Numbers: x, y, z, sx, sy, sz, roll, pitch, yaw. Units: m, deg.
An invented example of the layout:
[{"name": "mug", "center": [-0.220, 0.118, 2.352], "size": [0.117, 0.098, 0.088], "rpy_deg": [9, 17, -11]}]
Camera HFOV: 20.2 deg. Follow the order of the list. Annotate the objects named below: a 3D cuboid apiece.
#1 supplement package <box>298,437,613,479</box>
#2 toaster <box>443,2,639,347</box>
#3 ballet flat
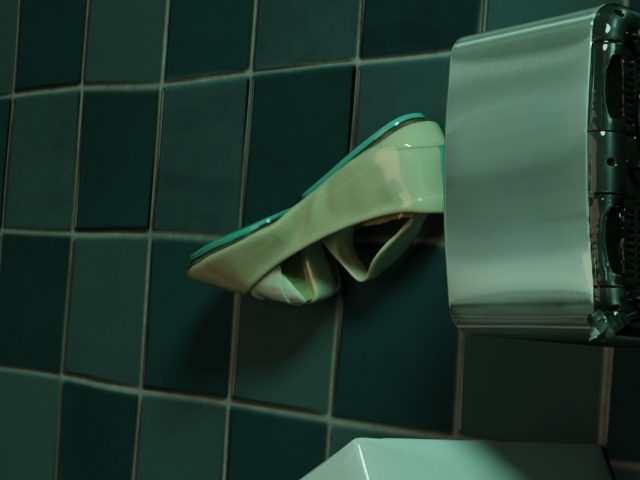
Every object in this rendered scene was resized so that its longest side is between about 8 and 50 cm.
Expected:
[{"name": "supplement package", "center": [0.075, 0.232, 0.991], "size": [0.149, 0.194, 0.203], "rpy_deg": [-41, 54, 40]}, {"name": "toaster", "center": [0.151, -0.026, 0.935], "size": [0.110, 0.185, 0.168], "rpy_deg": [-6, 82, 41]}, {"name": "ballet flat", "center": [0.000, 0.000, 1.217], "size": [0.248, 0.086, 0.086], "rpy_deg": [-32, 61, 44]}]
